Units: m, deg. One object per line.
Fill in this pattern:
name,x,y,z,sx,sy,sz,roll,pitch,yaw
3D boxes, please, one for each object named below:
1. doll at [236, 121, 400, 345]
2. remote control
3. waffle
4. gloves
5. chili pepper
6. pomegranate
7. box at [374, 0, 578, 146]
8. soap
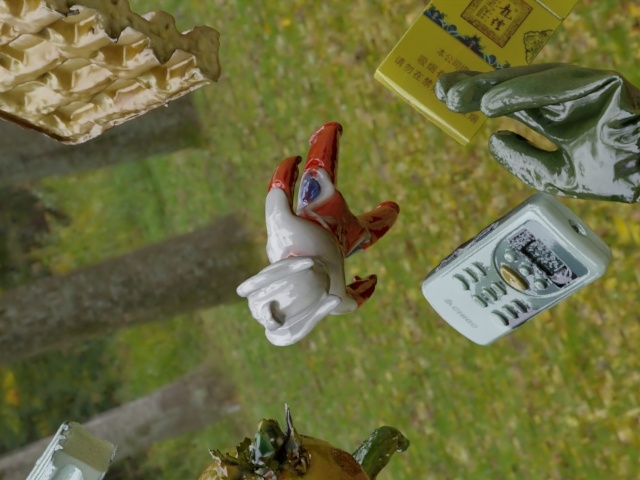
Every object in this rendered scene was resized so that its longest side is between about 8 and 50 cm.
doll,0.000,0.000,1.451,0.188,0.099,0.384,55,-156,-12
remote control,0.250,0.044,1.735,0.140,0.056,0.296,44,142,-4
waffle,-0.337,-0.226,1.540,0.304,0.348,0.078,-17,63,37
gloves,0.223,-0.093,1.120,0.268,0.107,0.135,26,133,21
chili pepper,0.049,0.339,1.761,0.073,0.204,0.072,26,157,10
pomegranate,-0.041,0.285,1.300,0.210,0.210,0.235,-131,25,-58
box,0.212,-0.274,1.686,0.153,0.279,0.041,38,171,2
soap,-0.396,0.393,1.856,0.094,0.261,0.150,34,-171,-11
